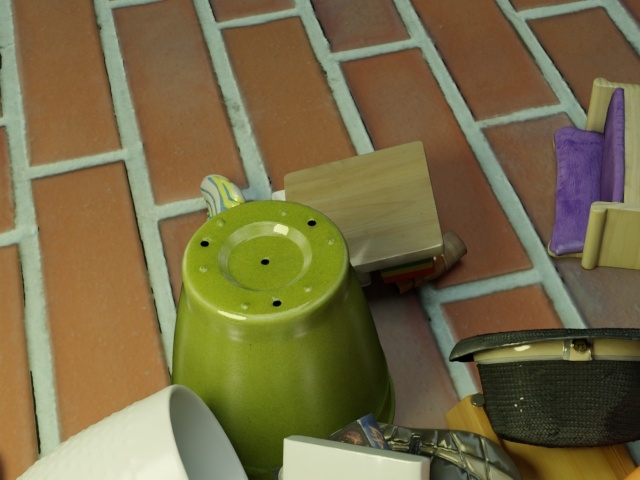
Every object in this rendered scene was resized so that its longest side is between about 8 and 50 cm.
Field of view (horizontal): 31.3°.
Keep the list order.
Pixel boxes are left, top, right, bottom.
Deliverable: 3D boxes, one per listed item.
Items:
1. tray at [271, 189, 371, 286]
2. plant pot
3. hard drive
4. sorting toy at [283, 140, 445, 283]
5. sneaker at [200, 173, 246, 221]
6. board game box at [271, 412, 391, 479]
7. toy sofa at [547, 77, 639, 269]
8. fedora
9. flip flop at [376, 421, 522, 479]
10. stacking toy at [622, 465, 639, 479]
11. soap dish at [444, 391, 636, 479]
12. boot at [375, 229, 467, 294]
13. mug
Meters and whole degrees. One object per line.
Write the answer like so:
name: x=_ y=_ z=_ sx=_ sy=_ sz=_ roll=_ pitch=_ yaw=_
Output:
tray: x=0.000 y=0.000 z=2.061 sx=0.145 sy=0.030 sz=0.270 roll=-10 pitch=47 yaw=-2
plant pot: x=-0.068 y=0.140 z=1.714 sx=0.366 sy=0.353 sz=0.367 roll=-1 pitch=47 yaw=1
hard drive: x=0.040 y=0.420 z=1.476 sx=0.203 sy=0.308 sz=0.040 roll=4 pitch=4 yaw=31
sorting toy: x=0.077 y=-0.028 z=1.978 sx=0.257 sy=0.089 sz=0.256 roll=-14 pitch=47 yaw=8
sneaker: x=-0.179 y=-0.023 z=2.056 sx=0.126 sy=0.091 sz=0.240 roll=-29 pitch=52 yaw=-21
board game box: x=0.057 y=0.376 z=1.514 sx=0.042 sy=0.165 sz=0.243 roll=-4 pitch=61 yaw=-60
toy sofa: x=0.514 y=-0.127 z=2.074 sx=0.177 sy=0.150 sz=0.363 roll=7 pitch=47 yaw=8
fedora: x=0.346 y=0.209 z=1.574 sx=0.333 sy=0.334 sz=0.153 roll=-1 pitch=79 yaw=3
flip flop: x=0.157 y=0.326 z=1.623 sx=0.277 sy=0.080 sz=0.112 roll=6 pitch=65 yaw=26
stacking toy: x=0.321 y=0.463 z=1.462 sx=0.479 sy=0.351 sz=0.351 roll=-15 pitch=45 yaw=12
soap dish: x=0.339 y=0.327 z=1.675 sx=0.228 sy=0.118 sz=0.291 roll=-13 pitch=46 yaw=-9
boot: x=0.145 y=0.003 z=2.030 sx=0.152 sy=0.073 sz=0.197 roll=-32 pitch=47 yaw=-16
mug: x=-0.258 y=0.430 z=1.523 sx=0.328 sy=0.276 sz=0.374 roll=-27 pitch=75 yaw=6
